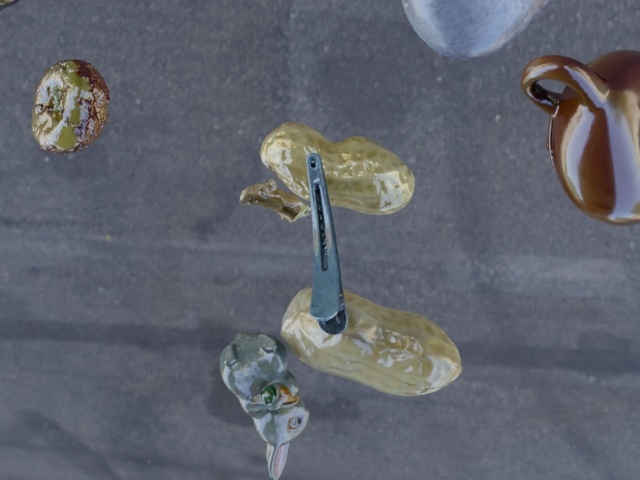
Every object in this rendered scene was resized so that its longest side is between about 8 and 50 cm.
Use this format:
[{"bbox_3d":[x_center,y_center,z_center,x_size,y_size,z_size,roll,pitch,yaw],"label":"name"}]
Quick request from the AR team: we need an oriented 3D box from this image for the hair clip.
[{"bbox_3d":[0.000,0.000,1.431,0.048,0.275,0.083,-13,156,14],"label":"hair clip"}]

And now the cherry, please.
[{"bbox_3d":[0.246,-0.421,1.523,0.255,0.218,0.296,-35,122,6],"label":"cherry"}]

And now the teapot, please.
[{"bbox_3d":[0.279,-0.111,0.979,0.135,0.178,0.252,-4,153,47],"label":"teapot"}]

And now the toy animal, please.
[{"bbox_3d":[-0.083,0.280,1.632,0.125,0.127,0.251,-9,110,24],"label":"toy animal"}]

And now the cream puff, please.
[{"bbox_3d":[-0.354,-0.188,1.387,0.084,0.149,0.149,9,149,-42],"label":"cream puff"}]

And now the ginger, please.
[{"bbox_3d":[-0.074,-0.068,1.710,0.137,0.044,0.057,22,135,-14],"label":"ginger"}]

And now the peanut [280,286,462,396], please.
[{"bbox_3d":[0.081,0.168,1.588,0.313,0.152,0.152,20,142,16],"label":"peanut"}]

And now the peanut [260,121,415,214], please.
[{"bbox_3d":[0.032,-0.137,1.845,0.305,0.147,0.147,11,140,5],"label":"peanut"}]

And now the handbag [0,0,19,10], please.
[{"bbox_3d":[-0.453,-0.466,1.264,0.178,0.302,0.275,10,180,-26],"label":"handbag"}]
